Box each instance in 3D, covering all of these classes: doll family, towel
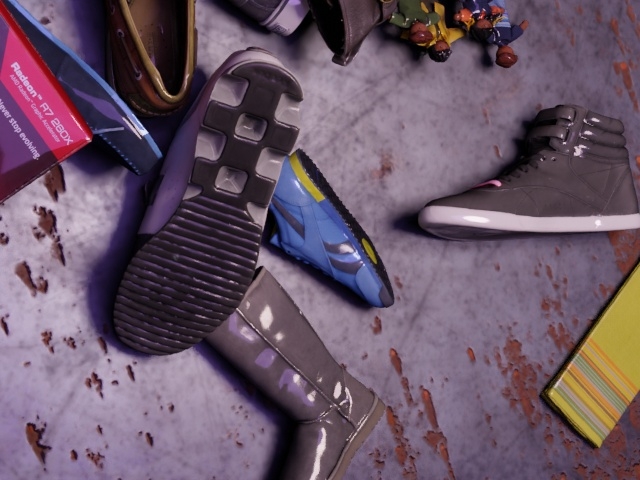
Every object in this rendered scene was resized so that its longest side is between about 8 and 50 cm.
[{"bbox_3d":[0.152,-0.245,1.775,0.193,0.076,0.111,-9,72,-20],"label":"doll family"},{"bbox_3d":[0.355,0.122,1.885,0.102,0.021,0.237,46,70,-22],"label":"towel"}]

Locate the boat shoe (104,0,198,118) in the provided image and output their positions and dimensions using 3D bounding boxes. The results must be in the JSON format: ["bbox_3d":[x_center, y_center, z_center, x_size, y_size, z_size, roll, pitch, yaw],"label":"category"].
[{"bbox_3d":[-0.170,-0.278,1.615,0.110,0.104,0.307,-12,92,-24],"label":"boat shoe"}]

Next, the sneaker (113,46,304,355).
[{"bbox_3d":[-0.113,-0.041,1.631,0.122,0.146,0.331,23,104,-18],"label":"sneaker"}]

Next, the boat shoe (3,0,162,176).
[{"bbox_3d":[-0.271,-0.145,1.581,0.258,0.109,0.089,41,79,0],"label":"boat shoe"}]

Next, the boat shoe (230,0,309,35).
[{"bbox_3d":[-0.012,-0.368,1.697,0.102,0.108,0.301,30,83,-22],"label":"boat shoe"}]

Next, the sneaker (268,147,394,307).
[{"bbox_3d":[0.000,0.000,1.712,0.082,0.069,0.209,-33,113,11],"label":"sneaker"}]

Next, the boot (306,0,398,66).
[{"bbox_3d":[0.066,-0.329,1.625,0.229,0.091,0.263,-39,135,-26],"label":"boot"}]

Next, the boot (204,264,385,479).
[{"bbox_3d":[-0.047,0.159,1.670,0.208,0.076,0.190,48,56,-22],"label":"boot"}]

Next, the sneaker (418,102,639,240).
[{"bbox_3d":[0.228,-0.077,1.794,0.295,0.104,0.147,-3,87,-30],"label":"sneaker"}]

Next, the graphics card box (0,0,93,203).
[{"bbox_3d":[-0.419,-0.083,1.454,0.371,0.094,0.233,-35,103,-4],"label":"graphics card box"}]
